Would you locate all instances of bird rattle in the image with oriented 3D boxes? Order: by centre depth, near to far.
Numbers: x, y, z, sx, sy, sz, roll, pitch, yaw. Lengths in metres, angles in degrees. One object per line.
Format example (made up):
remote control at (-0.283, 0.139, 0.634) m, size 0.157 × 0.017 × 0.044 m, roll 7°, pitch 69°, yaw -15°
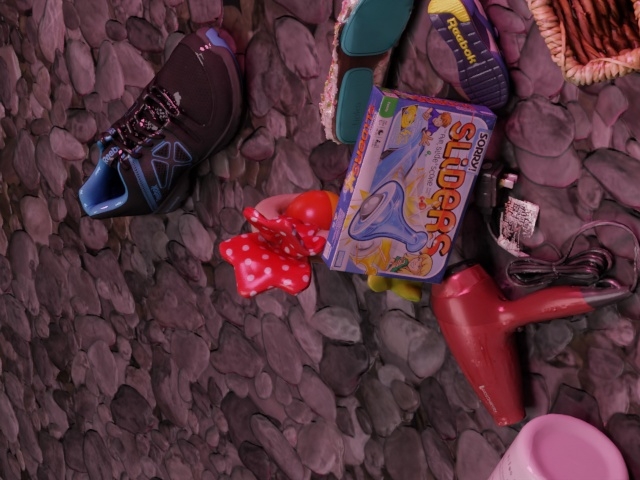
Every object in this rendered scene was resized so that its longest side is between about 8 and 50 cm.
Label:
bird rattle at (0.000, 0.000, 1.741) m, size 0.207 × 0.253 × 0.143 m, roll -136°, pitch 41°, yaw -63°

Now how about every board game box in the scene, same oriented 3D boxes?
board game box at (0.094, -0.056, 1.610) m, size 0.035 × 0.136 × 0.201 m, roll -125°, pitch 47°, yaw -59°

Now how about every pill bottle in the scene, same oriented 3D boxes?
pill bottle at (0.234, 0.309, 1.667) m, size 0.131 × 0.131 × 0.229 m, roll 48°, pitch 135°, yaw 25°

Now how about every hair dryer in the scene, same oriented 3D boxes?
hair dryer at (0.214, 0.077, 1.637) m, size 0.223 × 0.080 × 0.294 m, roll 34°, pitch 129°, yaw 35°

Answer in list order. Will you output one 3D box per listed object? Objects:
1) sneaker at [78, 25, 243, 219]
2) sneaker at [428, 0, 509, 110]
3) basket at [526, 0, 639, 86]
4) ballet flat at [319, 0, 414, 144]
sneaker at (-0.210, -0.138, 1.991) m, size 0.125 × 0.139 × 0.341 m, roll 53°, pitch 136°, yaw 23°
sneaker at (0.166, -0.207, 1.603) m, size 0.053 × 0.059 × 0.144 m, roll -14°, pitch 114°, yaw 29°
basket at (0.293, -0.308, 1.278) m, size 0.213 × 0.223 × 0.299 m, roll -21°, pitch 88°, yaw 50°
ballet flat at (0.042, -0.221, 1.717) m, size 0.077 × 0.091 × 0.241 m, roll -119°, pitch 38°, yaw -47°
